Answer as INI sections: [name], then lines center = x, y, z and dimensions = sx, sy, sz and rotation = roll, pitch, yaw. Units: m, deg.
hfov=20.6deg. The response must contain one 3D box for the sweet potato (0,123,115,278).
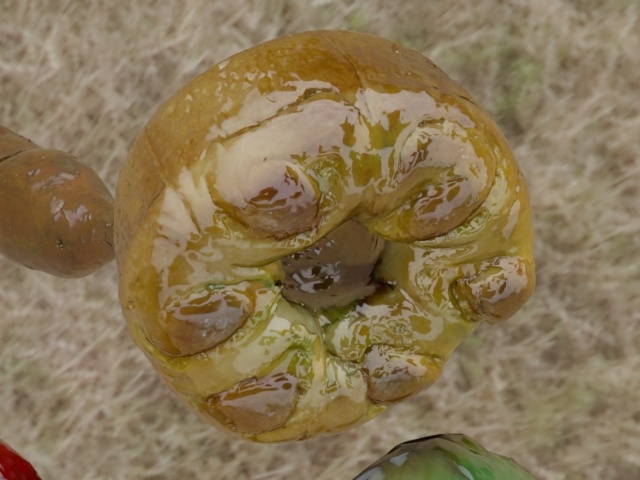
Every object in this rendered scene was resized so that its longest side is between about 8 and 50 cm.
[sweet potato]
center = -0.255, -0.031, 1.595
dimensions = 0.112, 0.359, 0.112
rotation = -9, 107, -31

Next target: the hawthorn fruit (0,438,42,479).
[hawthorn fruit]
center = -0.189, 0.146, 0.820
dimensions = 0.172, 0.148, 0.148
rotation = -1, 75, -14

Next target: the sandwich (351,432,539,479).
[sandwich]
center = 0.086, 0.198, 0.433
dimensions = 0.162, 0.301, 0.250
rotation = 19, 88, -33

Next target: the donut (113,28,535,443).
[donut]
center = 0.000, -0.002, 0.922
dimensions = 0.227, 0.226, 0.114
rotation = -1, 37, -23
